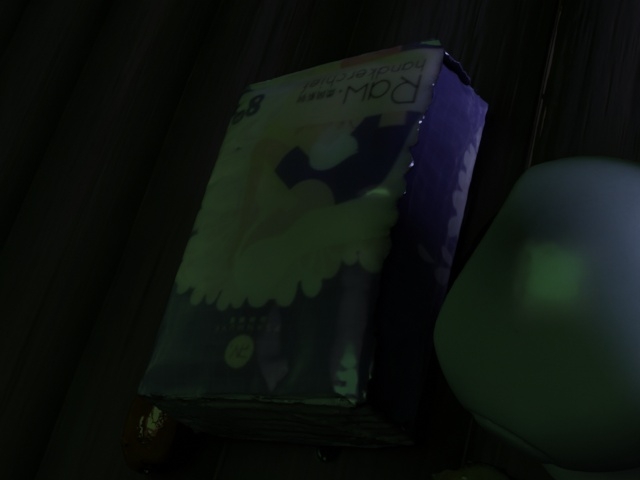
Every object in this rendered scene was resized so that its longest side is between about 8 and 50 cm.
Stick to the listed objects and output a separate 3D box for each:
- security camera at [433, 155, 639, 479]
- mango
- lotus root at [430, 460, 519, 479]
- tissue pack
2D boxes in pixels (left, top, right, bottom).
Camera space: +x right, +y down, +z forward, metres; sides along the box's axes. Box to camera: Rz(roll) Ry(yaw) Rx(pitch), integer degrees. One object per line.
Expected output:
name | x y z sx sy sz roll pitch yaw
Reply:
security camera | 0.177 0.057 0.607 0.194 0.236 0.194 -20 52 29
mango | -0.144 0.158 0.934 0.077 0.063 0.127 12 68 53
lotus root | 0.090 0.222 0.683 0.143 0.070 0.144 -13 53 33
tissue pack | 0.000 0.000 0.877 0.242 0.125 0.343 -6 57 37
